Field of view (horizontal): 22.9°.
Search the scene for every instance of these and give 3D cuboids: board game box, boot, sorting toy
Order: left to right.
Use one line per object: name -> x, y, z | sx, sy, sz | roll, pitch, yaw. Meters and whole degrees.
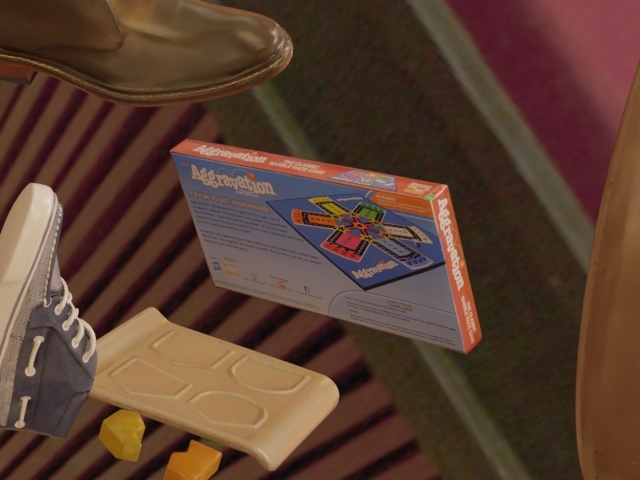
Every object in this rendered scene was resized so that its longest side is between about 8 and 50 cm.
boot -> -0.189, 0.051, 1.089 | 0.086, 0.190, 0.069 | 14, 28, -19
boot -> -0.128, -0.145, 0.941 | 0.219, 0.106, 0.082 | 5, 51, 11
sorting toy -> -0.131, 0.161, 1.534 | 0.229, 0.041, 0.307 | 22, 20, 13
board game box -> 0.000, 0.000, 1.301 | 0.027, 0.281, 0.145 | -41, 129, -35

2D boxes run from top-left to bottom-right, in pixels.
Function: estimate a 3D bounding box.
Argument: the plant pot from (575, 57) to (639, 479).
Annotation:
plant pot -> 0.245, 0.008, 0.589 | 0.229, 0.263, 0.263 | 15, 58, 22
